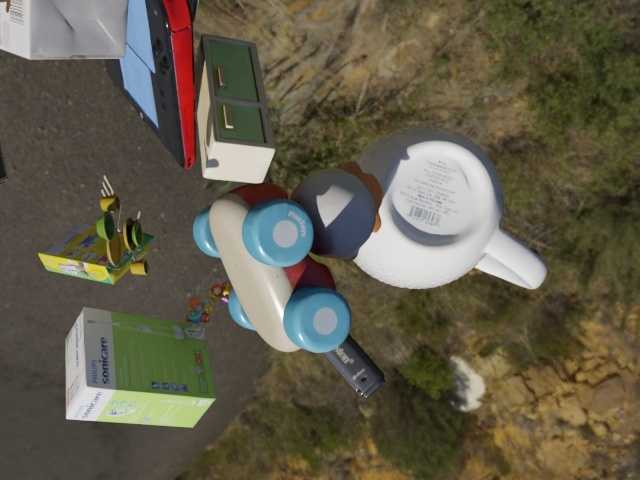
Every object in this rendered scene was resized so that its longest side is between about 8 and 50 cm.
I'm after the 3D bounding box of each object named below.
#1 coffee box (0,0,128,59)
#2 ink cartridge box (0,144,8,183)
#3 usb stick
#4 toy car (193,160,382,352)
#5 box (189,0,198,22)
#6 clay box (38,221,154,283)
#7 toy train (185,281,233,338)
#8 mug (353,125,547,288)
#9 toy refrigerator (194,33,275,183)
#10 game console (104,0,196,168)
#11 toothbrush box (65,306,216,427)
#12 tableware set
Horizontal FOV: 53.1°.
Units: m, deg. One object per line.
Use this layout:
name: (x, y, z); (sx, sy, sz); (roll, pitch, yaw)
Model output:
coffee box: (-0.386, -0.308, 0.832); (0.141, 0.246, 0.098); (-20, 127, -52)
ink cartridge box: (-0.773, -0.204, 1.290); (0.234, 0.193, 0.088); (3, -157, 11)
usb stick: (0.032, 0.229, 1.436); (0.077, 0.278, 0.045); (-40, 161, -8)
toy car: (0.000, 0.000, 0.805); (0.238, 0.210, 0.219); (-29, -166, -24)
box: (-0.525, -0.698, 1.640); (0.395, 0.293, 0.212); (-45, 153, -64)
clay box: (-0.468, 0.025, 1.362); (0.127, 0.222, 0.053); (-53, 144, -44)
toy train: (-0.231, 0.140, 1.434); (0.166, 0.125, 0.046); (-34, 127, -10)
mug: (0.208, -0.031, 1.080); (0.276, 0.374, 0.328); (-58, 178, -2)
toy refrigerator: (-0.152, -0.232, 1.094); (0.102, 0.269, 0.094); (4, 143, -22)
game console: (-0.333, -0.361, 1.168); (0.060, 0.386, 0.342); (-20, 139, -29)
toothbrush box: (-0.391, 0.277, 1.389); (0.283, 0.206, 0.122); (16, 126, -35)
tableware set: (-0.255, -0.007, 0.842); (0.024, 0.104, 0.154); (-4, 146, 1)
